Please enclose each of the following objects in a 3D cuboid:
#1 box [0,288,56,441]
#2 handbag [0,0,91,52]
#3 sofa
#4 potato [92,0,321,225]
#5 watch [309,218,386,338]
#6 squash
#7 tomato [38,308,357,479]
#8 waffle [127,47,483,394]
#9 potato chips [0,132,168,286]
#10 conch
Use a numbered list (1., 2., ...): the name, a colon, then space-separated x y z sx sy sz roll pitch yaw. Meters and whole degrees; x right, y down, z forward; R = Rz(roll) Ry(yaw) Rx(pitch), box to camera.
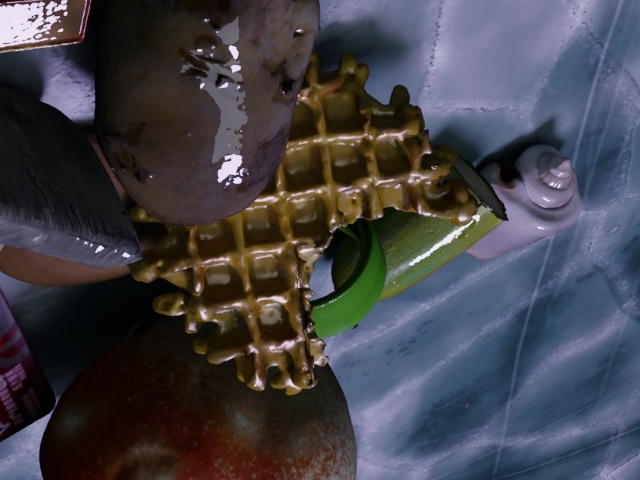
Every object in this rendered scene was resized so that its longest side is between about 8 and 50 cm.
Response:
1. box: -0.319 0.109 1.580 0.120 0.069 0.224 -30 151 -13
2. handbag: -0.263 -0.176 1.161 0.190 0.127 0.063 -12 143 -30
3. sofa: -0.292 -0.004 1.336 0.225 0.176 0.210 -44 147 20
4. potato: -0.093 -0.127 1.343 0.165 0.165 0.262 -4 129 -37
5. watch: 0.000 0.000 1.627 0.165 0.152 0.131 -27 148 -4
6. squash: 0.088 0.000 1.761 0.188 0.095 0.095 -39 149 13
7. tomato: -0.109 0.184 1.664 0.303 0.303 0.239 -1 126 -41
8. waffle: -0.022 -0.025 1.506 0.260 0.069 0.293 42 85 -21
9. potato chips: -0.196 -0.016 1.519 0.195 0.062 0.208 -23 151 -10
10. conch: 0.202 -0.040 1.841 0.104 0.094 0.176 -23 178 -39
